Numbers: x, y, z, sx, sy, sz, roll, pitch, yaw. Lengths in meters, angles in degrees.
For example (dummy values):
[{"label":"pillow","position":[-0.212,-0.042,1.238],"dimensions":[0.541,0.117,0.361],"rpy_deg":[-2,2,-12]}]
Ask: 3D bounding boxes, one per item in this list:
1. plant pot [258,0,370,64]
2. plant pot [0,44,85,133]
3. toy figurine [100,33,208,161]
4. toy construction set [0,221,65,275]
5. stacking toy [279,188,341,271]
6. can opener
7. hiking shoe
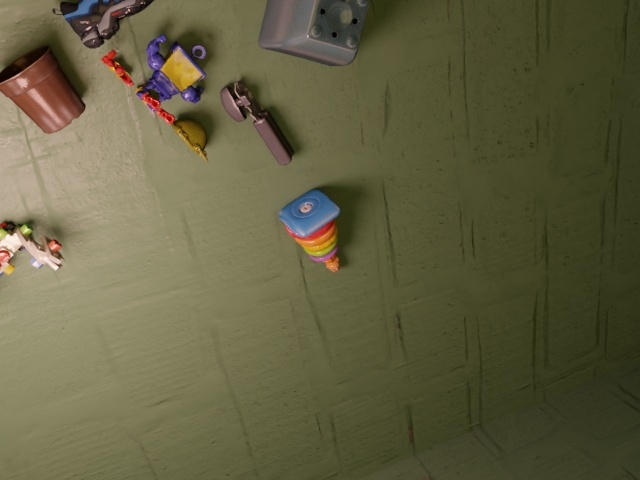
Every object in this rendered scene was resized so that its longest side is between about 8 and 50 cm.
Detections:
[{"label":"plant pot","position":[0.004,-0.605,1.583],"dimensions":[0.247,0.252,0.247],"rpy_deg":[7,108,-24]},{"label":"plant pot","position":[-0.686,-0.367,1.467],"dimensions":[0.167,0.167,0.165],"rpy_deg":[-35,128,-5]},{"label":"toy figurine","position":[-0.360,-0.412,1.562],"dimensions":[0.217,0.191,0.362],"rpy_deg":[-47,121,-4]},{"label":"toy construction set","position":[-0.837,0.069,1.545],"dimensions":[0.328,0.215,0.151],"rpy_deg":[-32,120,-7]},{"label":"stacking toy","position":[0.000,0.000,1.910],"dimensions":[0.166,0.175,0.301],"rpy_deg":[-35,134,-11]},{"label":"can opener","position":[-0.186,-0.338,1.736],"dimensions":[0.095,0.076,0.283],"rpy_deg":[-19,123,23]},{"label":"hiking shoe","position":[-0.500,-0.616,1.458],"dimensions":[0.304,0.113,0.132],"rpy_deg":[-44,109,-8]}]
